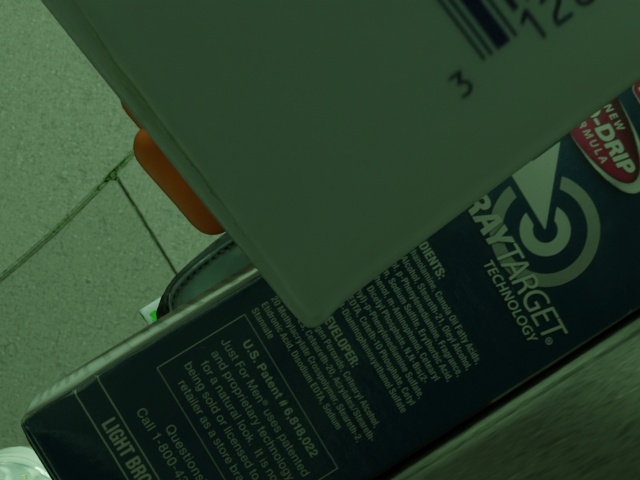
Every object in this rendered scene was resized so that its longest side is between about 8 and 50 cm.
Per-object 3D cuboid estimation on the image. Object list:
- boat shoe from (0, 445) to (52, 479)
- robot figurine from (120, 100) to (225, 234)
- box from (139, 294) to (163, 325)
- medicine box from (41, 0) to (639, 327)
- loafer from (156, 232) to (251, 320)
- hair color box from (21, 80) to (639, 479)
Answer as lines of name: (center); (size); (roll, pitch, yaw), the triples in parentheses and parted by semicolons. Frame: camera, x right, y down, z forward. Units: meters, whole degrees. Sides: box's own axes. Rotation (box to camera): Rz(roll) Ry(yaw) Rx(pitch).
boat shoe: (-0.317, 0.240, 1.134); (0.320, 0.118, 0.103); (-25, -2, 11)
robot figurine: (0.014, -0.093, 0.782); (0.219, 0.128, 0.158); (-30, 3, 9)
box: (-0.027, 0.045, 1.450); (0.231, 0.127, 0.262); (-31, 1, -4)
medicine box: (0.054, -0.135, 0.550); (0.263, 0.149, 0.289); (-38, 10, 6)
loafer: (0.000, 0.000, 1.023); (0.223, 0.076, 0.078); (-28, -8, -15)
hair color box: (0.037, 0.030, 0.776); (0.347, 0.105, 0.174); (-32, 3, -8)
